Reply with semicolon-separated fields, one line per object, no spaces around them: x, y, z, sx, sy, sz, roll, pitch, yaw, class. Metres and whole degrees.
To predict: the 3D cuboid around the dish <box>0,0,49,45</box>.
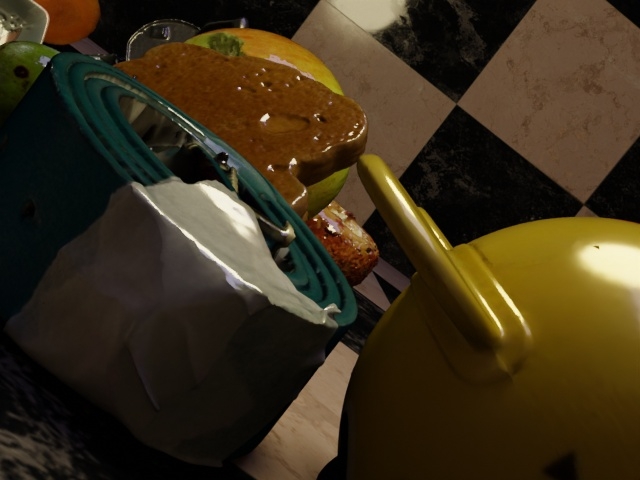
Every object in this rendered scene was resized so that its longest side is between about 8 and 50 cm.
-0.541;-0.340;1.244;0.064;0.154;0.234;-5;-28;41;dish

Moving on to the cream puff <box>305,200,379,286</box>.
0.000;0.000;1.610;0.240;0.164;0.240;41;18;-17;cream puff

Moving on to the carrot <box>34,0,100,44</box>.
-0.698;-0.610;2.066;0.331;0.214;0.193;49;-17;46;carrot

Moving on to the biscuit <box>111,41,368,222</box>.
-0.130;-0.130;1.050;0.381;0.074;0.358;3;50;-5;biscuit

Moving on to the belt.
-0.144;-0.007;0.716;0.300;0.173;0.436;31;9;-33;belt

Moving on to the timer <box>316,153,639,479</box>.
0.152;0.120;0.588;0.387;0.376;0.376;54;9;12;timer

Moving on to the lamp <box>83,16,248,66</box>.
-0.318;-0.342;1.809;0.374;0.205;0.272;-3;-14;7;lamp

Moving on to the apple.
-0.110;-0.169;1.321;0.340;0.339;0.339;37;6;-4;apple

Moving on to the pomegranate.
-0.309;-0.156;0.932;0.169;0.148;0.148;6;-2;14;pomegranate
